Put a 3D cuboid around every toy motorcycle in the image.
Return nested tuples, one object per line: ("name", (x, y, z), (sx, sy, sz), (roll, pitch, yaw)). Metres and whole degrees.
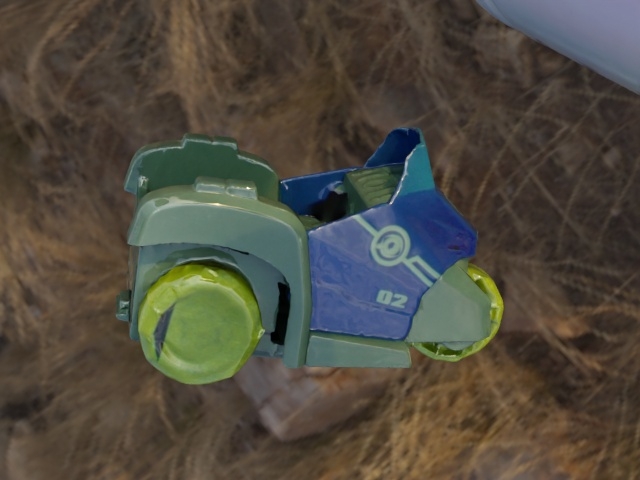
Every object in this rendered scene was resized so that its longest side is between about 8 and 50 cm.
("toy motorcycle", (0.000, 0.000, 1.024), (0.191, 0.327, 0.199), (-119, 33, -69))

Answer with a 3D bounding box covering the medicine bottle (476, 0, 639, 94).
("medicine bottle", (0.179, -0.108, 0.457), (0.254, 0.152, 0.152), (41, 141, 46))
